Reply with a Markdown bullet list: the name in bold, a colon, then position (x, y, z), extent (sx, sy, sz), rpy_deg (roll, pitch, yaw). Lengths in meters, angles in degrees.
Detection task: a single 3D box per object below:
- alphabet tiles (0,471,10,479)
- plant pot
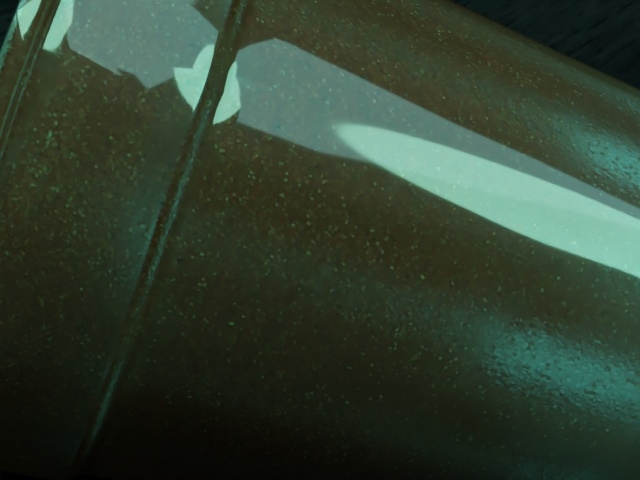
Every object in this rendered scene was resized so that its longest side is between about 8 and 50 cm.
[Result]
- **alphabet tiles**: position (-0.249, 0.136, 0.543), extent (0.285, 0.011, 0.342), rpy_deg (44, 36, 13)
- **plant pot**: position (0.000, 0.000, 0.628), extent (0.265, 0.272, 0.272), rpy_deg (18, 37, -8)
